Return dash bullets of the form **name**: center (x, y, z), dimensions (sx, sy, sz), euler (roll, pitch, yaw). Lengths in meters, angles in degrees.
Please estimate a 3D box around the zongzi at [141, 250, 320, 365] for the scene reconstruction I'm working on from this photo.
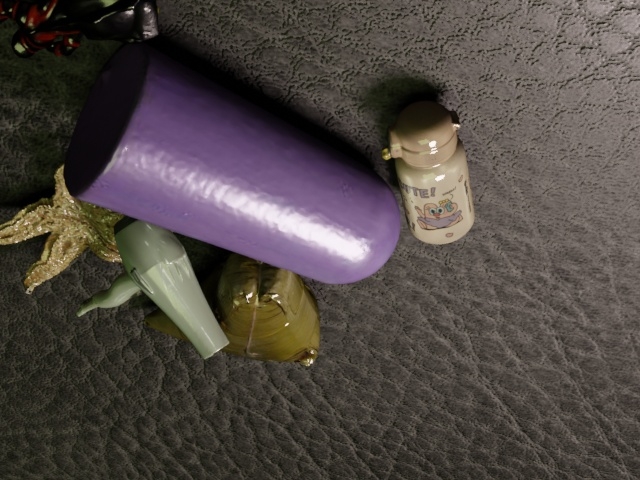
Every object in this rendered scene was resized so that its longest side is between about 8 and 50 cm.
- **zongzi**: center (-0.163, 0.088, 2.084), dimensions (0.300, 0.145, 0.274), euler (2, 158, 13)

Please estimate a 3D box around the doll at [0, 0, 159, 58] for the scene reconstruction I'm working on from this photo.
- **doll**: center (-0.289, -0.289, 1.718), dimensions (0.248, 0.088, 0.127), euler (-11, 159, 32)

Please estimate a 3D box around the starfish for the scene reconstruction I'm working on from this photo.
- **starfish**: center (-0.350, -0.015, 2.064), dimensions (0.302, 0.060, 0.299), euler (-19, 139, 16)

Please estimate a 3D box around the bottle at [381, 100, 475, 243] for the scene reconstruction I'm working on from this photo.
- **bottle**: center (0.143, -0.094, 1.888), dimensions (0.110, 0.097, 0.209), euler (-13, 138, 3)

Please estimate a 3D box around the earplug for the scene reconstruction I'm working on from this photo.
- **earplug**: center (-0.094, -0.074, 1.861), dimensions (0.456, 0.215, 0.215), euler (24, 137, -26)

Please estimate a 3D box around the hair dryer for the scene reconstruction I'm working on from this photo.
- **hair dryer**: center (-0.236, 0.104, 2.035), dimensions (0.229, 0.092, 0.267), euler (45, 137, 11)
